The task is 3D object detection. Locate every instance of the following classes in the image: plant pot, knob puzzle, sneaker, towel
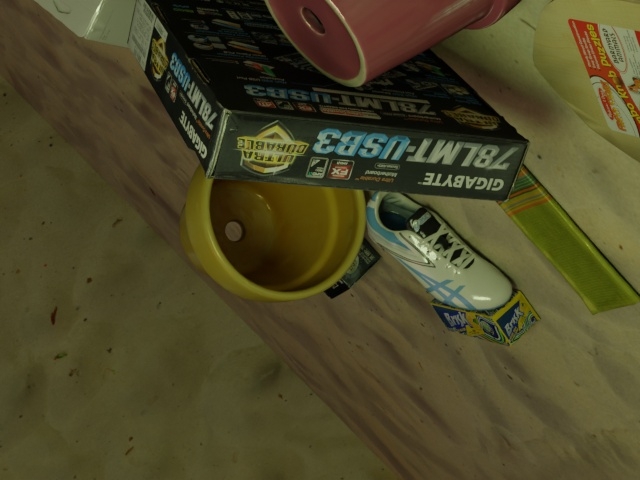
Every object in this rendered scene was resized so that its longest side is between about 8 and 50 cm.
[{"bbox_3d":[-0.094,-0.030,1.676,0.254,0.254,0.239,51,157,-10],"label":"plant pot"},{"bbox_3d":[0.253,-0.139,0.937,0.213,0.030,0.213,43,164,15],"label":"knob puzzle"},{"bbox_3d":[0.151,0.012,1.497,0.237,0.085,0.086,36,154,26],"label":"sneaker"},{"bbox_3d":[0.056,-0.233,0.955,0.201,0.180,0.201,42,164,15],"label":"plant pot"},{"bbox_3d":[0.254,-0.012,1.269,0.237,0.021,0.102,48,166,-2],"label":"towel"}]

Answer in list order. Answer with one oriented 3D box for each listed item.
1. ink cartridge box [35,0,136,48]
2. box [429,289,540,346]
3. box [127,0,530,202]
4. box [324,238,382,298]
[{"bbox_3d":[-0.301,-0.344,1.661,0.140,0.082,0.191,39,-161,27],"label":"ink cartridge box"},{"bbox_3d":[0.221,0.097,1.554,0.054,0.059,0.169,55,163,-16],"label":"box"},{"bbox_3d":[-0.003,-0.141,1.052,0.293,0.296,0.073,57,137,50],"label":"box"},{"bbox_3d":[0.000,0.000,1.882,0.180,0.077,0.147,48,164,-1],"label":"box"}]
